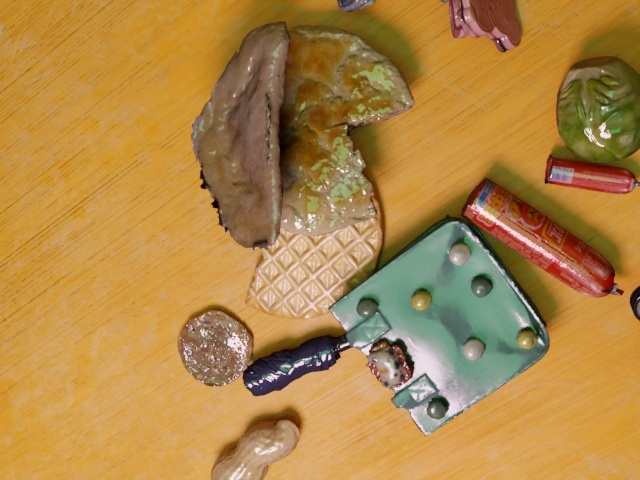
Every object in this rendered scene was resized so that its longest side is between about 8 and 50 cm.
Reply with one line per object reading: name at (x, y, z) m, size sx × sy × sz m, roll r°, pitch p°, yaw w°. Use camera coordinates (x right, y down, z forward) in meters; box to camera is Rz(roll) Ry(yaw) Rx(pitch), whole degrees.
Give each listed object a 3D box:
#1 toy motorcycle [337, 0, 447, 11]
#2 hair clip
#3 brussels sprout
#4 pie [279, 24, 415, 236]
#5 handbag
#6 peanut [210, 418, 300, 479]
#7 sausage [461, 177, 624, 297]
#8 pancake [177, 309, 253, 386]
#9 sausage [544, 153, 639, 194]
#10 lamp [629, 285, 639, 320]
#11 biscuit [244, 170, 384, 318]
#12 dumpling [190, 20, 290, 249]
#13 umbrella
toy motorcycle at (0.153, -0.428, 1.177) m, size 0.109 × 0.198 × 0.296 m, roll 42°, pitch 149°, yaw -28°
hair clip at (0.240, -0.337, 1.202) m, size 0.102 × 0.138 × 0.123 m, roll -10°, pitch 91°, yaw 8°
brussels sprout at (0.414, -0.189, 1.203) m, size 0.155 × 0.117 × 0.155 m, roll 4°, pitch 111°, yaw 11°
pie at (-0.022, -0.173, 1.290) m, size 0.337 × 0.075 × 0.338 m, roll -1°, pitch 86°, yaw 16°
handbag at (0.192, 0.134, 1.299) m, size 0.274 × 0.100 × 0.269 m, roll -36°, pitch 92°, yaw 6°
peanut at (-0.113, 0.372, 1.438) m, size 0.082 × 0.082 × 0.187 m, roll 45°, pitch 104°, yaw 1°
sausage at (0.346, 0.006, 1.275) m, size 0.274 × 0.074 × 0.074 m, roll 35°, pitch 105°, yaw 3°
pancake at (-0.184, 0.187, 1.444) m, size 0.139 × 0.022 × 0.140 m, roll 2°, pitch 102°, yaw 11°
sausage at (0.417, -0.098, 1.259) m, size 0.145 × 0.050 × 0.048 m, roll 9°, pitch 129°, yaw 9°
lamp at (0.631, 0.034, 1.201) m, size 0.371 × 0.108 × 0.130 m, roll -22°, pitch 122°, yaw 15°
biscuit at (0.000, 0.000, 1.363) m, size 0.204 × 0.040 × 0.309 m, roll 20°, pitch 104°, yaw 7°
dumpling at (-0.106, -0.151, 1.236) m, size 0.166 × 0.086 × 0.332 m, roll 3°, pitch 86°, yaw 37°
umbrella at (-0.016, 0.191, 1.395) m, size 0.248 × 0.071 × 0.071 m, roll -27°, pitch 94°, yaw 10°
